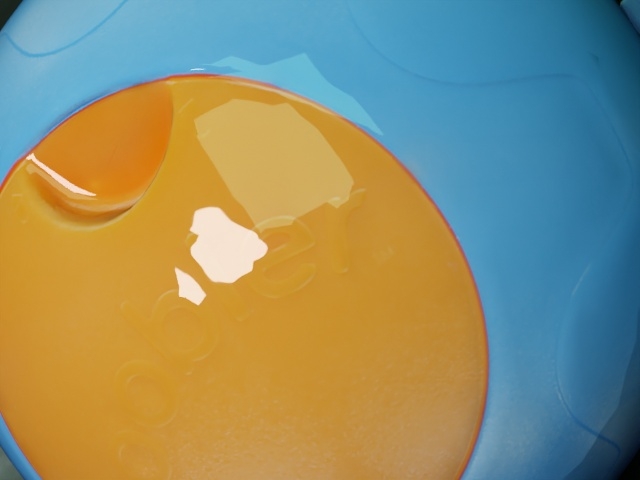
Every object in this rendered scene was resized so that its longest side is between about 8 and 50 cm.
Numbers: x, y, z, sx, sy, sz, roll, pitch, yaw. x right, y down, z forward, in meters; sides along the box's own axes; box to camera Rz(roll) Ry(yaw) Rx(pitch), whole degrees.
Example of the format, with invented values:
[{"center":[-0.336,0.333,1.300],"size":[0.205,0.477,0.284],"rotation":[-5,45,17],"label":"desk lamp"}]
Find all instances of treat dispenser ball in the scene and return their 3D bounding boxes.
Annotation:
[{"center":[0.000,0.000,0.722],"size":[0.288,0.288,0.288],"rotation":[-5,57,8],"label":"treat dispenser ball"}]

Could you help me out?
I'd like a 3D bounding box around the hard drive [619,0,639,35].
[{"center":[0.305,-0.039,0.832],"size":[0.210,0.040,0.319],"rotation":[-27,57,-6],"label":"hard drive"}]
